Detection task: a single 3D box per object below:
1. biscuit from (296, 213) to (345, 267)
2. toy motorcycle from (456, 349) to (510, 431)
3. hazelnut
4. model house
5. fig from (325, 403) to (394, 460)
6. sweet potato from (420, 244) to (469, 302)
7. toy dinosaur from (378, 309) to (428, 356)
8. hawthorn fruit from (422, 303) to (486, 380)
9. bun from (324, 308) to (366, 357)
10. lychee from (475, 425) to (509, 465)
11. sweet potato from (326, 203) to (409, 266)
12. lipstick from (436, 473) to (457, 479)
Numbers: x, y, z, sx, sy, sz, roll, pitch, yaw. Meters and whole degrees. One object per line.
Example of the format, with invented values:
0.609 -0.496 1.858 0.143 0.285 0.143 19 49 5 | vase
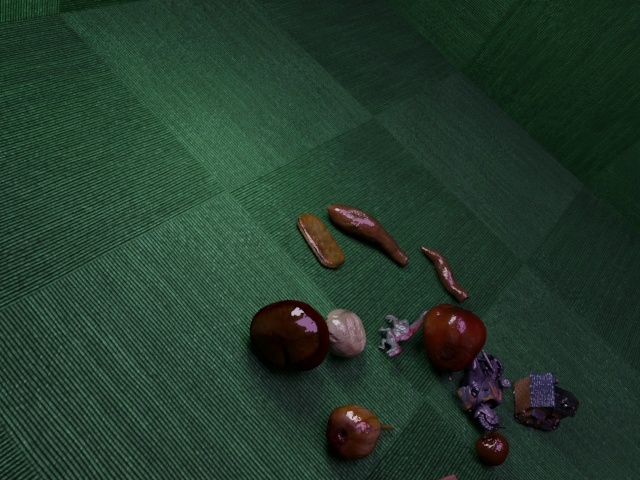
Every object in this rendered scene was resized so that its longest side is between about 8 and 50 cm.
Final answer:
0.000 0.000 2.073 0.119 0.029 0.247 -14 63 -44 | biscuit
0.563 0.514 1.954 0.173 0.108 0.307 25 45 -4 | toy motorcycle
-0.089 0.282 1.693 0.252 0.217 0.217 17 44 14 | hazelnut
0.824 0.580 2.007 0.183 0.172 0.166 25 46 -12 | model house
0.136 0.565 1.658 0.257 0.159 0.159 14 48 -43 | fig
0.500 0.128 2.246 0.067 0.059 0.281 -27 64 -4 | sweet potato
0.303 0.316 1.952 0.242 0.053 0.167 -17 33 -20 | toy dinosaur
0.460 0.357 1.950 0.224 0.224 0.260 15 83 -20 | hawthorn fruit
0.070 0.303 1.802 0.188 0.111 0.163 1 74 -65 | bun
0.567 0.671 1.823 0.101 0.115 0.140 7 78 -61 | lychee
0.195 -0.037 2.166 0.385 0.109 0.109 32 46 -7 | sweet potato
0.350 0.753 1.682 0.146 0.045 0.045 -3 56 -31 | lipstick
